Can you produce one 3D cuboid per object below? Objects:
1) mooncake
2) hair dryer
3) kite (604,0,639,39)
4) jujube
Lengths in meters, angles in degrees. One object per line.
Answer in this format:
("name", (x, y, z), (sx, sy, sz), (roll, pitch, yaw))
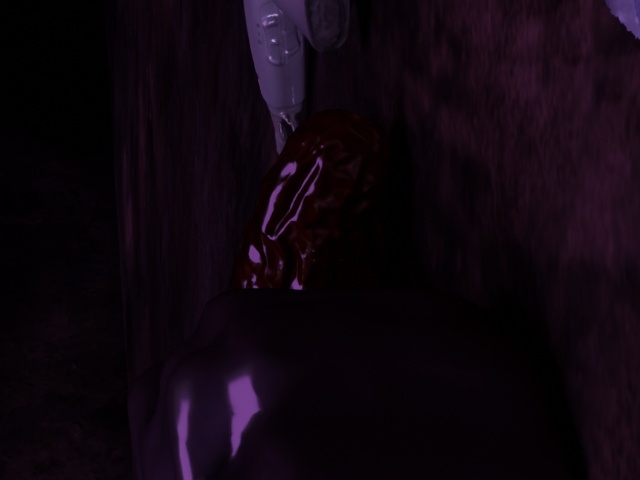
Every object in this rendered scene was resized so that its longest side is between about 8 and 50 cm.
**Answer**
("mooncake", (0.003, 0.155, 0.702), (0.283, 0.141, 0.283), (177, 90, -79))
("hair dryer", (-0.018, -0.116, 1.083), (0.206, 0.075, 0.237), (-110, 13, -46))
("kite", (0.081, -0.130, 0.557), (0.245, 0.015, 0.141), (-116, 27, -69))
("jujube", (0.000, 0.000, 0.906), (0.077, 0.077, 0.129), (-104, 25, -54))
